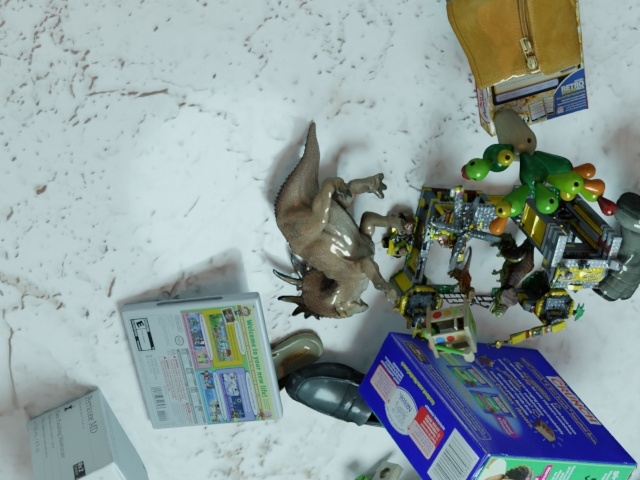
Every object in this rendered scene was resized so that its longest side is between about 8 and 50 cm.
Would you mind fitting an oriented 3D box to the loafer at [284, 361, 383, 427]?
[{"bbox_3d":[0.051,0.233,1.816,0.223,0.078,0.076,16,111,-33],"label":"loafer"}]

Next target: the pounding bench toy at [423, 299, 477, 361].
[{"bbox_3d":[0.175,0.133,1.669,0.065,0.083,0.052,-11,130,15],"label":"pounding bench toy"}]

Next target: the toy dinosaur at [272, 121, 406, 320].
[{"bbox_3d":[0.000,0.000,1.676,0.200,0.127,0.295,-16,109,35],"label":"toy dinosaur"}]

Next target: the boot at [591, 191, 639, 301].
[{"bbox_3d":[0.451,0.023,1.783,0.161,0.083,0.246,-56,153,13],"label":"boot"}]

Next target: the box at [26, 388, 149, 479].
[{"bbox_3d":[-0.315,0.341,1.719,0.119,0.181,0.182,-24,121,-4],"label":"box"}]

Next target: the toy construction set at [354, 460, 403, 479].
[{"bbox_3d":[0.189,0.421,1.899,0.309,0.257,0.237,-42,109,0],"label":"toy construction set"}]

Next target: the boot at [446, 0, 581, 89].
[{"bbox_3d":[0.299,-0.326,1.554,0.295,0.104,0.211,-24,102,-2],"label":"boot"}]

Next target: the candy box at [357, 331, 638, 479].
[{"bbox_3d":[0.254,0.267,1.766,0.317,0.268,0.122,10,119,-37],"label":"candy box"}]

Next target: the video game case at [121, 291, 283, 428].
[{"bbox_3d":[-0.164,0.172,1.735,0.193,0.023,0.212,-6,120,7],"label":"video game case"}]

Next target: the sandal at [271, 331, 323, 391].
[{"bbox_3d":[-0.072,0.199,1.793,0.180,0.049,0.072,-33,122,2],"label":"sandal"}]

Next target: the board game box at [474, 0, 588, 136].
[{"bbox_3d":[0.279,-0.251,1.658,0.147,0.045,0.193,-16,121,-8],"label":"board game box"}]

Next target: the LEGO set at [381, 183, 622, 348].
[{"bbox_3d":[0.265,0.049,1.730,0.331,0.192,0.255,10,115,-21],"label":"LEGO set"}]

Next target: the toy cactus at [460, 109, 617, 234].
[{"bbox_3d":[0.272,-0.093,1.612,0.219,0.180,0.112,1,136,-20],"label":"toy cactus"}]
